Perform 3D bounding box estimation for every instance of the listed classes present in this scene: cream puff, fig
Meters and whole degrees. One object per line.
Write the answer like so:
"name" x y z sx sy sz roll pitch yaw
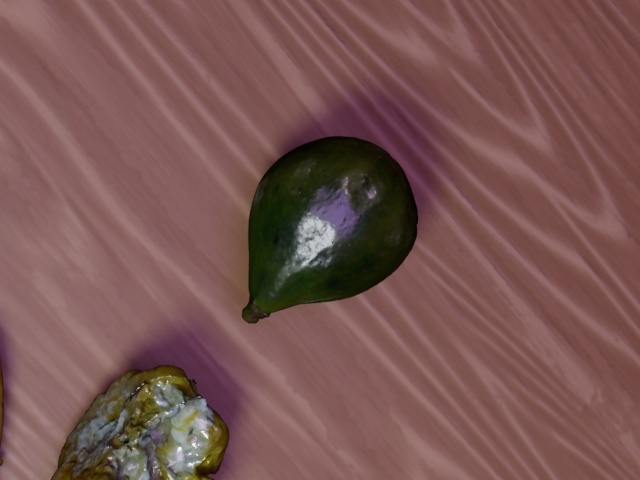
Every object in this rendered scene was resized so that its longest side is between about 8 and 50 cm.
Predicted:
"cream puff" -0.196 0.260 1.709 0.195 0.195 0.221 34 67 -11
"fig" 0.000 0.000 1.757 0.195 0.195 0.245 37 70 -10

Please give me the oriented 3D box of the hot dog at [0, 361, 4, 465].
"hot dog" -0.405 0.209 1.701 0.104 0.076 0.250 0 83 5
